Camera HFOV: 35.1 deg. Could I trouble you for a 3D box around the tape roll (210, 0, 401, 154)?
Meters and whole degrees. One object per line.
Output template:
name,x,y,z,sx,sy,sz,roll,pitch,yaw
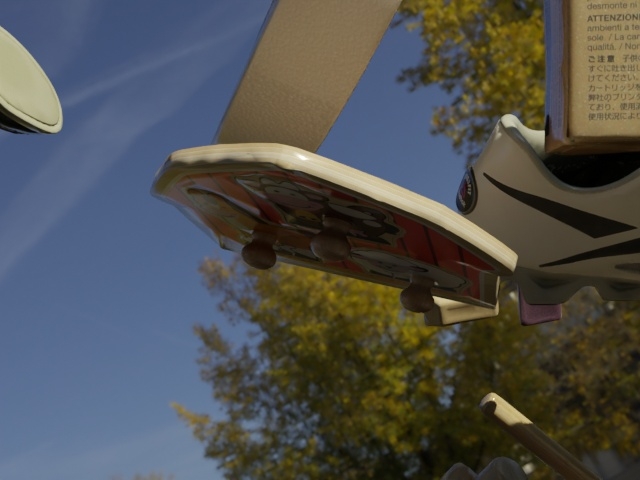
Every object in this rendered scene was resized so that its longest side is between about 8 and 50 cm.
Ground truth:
tape roll,0.025,-0.231,0.766,0.072,0.392,0.392,24,-39,-9

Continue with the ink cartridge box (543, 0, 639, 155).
ink cartridge box,0.239,-0.144,0.535,0.235,0.193,0.088,0,0,5

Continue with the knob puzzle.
knob puzzle,0.000,0.000,0.505,0.213,0.029,0.213,16,-13,4

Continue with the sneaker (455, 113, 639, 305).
sneaker,0.261,-0.035,0.716,0.331,0.122,0.146,-3,-49,-14

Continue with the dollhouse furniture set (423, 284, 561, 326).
dollhouse furniture set,0.136,0.021,0.867,0.114,0.090,0.081,-10,20,-5

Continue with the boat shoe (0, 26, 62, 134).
boat shoe,-0.446,-0.202,1.191,0.113,0.127,0.340,-22,-21,18

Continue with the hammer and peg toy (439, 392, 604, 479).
hammer and peg toy,0.174,0.300,0.825,0.127,0.266,0.361,-55,-9,32
